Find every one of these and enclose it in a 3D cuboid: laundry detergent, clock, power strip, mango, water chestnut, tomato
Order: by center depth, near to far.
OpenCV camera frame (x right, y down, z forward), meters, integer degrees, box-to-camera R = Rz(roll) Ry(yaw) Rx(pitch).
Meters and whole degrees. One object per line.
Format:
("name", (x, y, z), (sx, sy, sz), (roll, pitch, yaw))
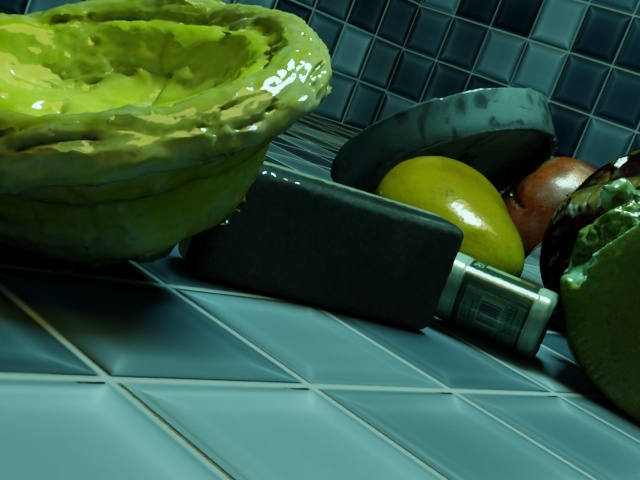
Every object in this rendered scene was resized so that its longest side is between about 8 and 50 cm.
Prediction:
("power strip", (0.000, 0.000, 0.941), (0.257, 0.105, 0.070), (16, 10, -31))
("laundry detergent", (0.122, 0.043, 1.069), (0.226, 0.070, 0.099), (23, -7, 15))
("water chestnut", (0.402, 0.040, 1.286), (0.300, 0.300, 0.300), (21, 9, -4))
("mango", (0.152, -0.022, 1.312), (0.175, 0.139, 0.254), (13, 17, -10))
("tomato", (0.297, -0.047, 1.499), (0.085, 0.225, 0.225), (46, 12, 5))
("clock", (0.174, -0.115, 1.509), (0.325, 0.067, 0.325), (-14, -16, -4))

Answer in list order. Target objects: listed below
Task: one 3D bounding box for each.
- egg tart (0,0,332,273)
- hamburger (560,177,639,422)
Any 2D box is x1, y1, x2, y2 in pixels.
("egg tart", (-0.164, -0.086, 0.790), (0.345, 0.132, 0.345), (-1, 30, 1))
("hamburger", (0.329, 0.074, 1.023), (0.168, 0.192, 0.288), (2, 61, -50))
